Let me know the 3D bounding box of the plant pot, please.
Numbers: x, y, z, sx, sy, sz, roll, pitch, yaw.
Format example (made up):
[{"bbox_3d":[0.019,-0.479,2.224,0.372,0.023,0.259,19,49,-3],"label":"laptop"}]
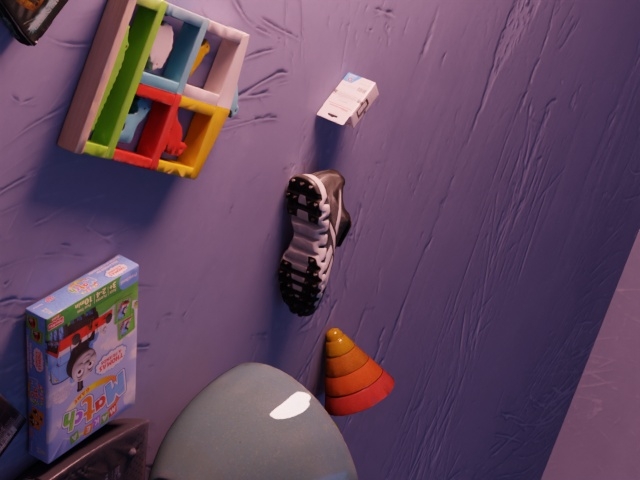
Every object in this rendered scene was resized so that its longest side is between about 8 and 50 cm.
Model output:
[{"bbox_3d":[-0.117,0.333,2.022,0.195,0.290,0.290,-26,133,-40],"label":"plant pot"}]

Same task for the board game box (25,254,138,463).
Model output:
[{"bbox_3d":[-0.285,0.142,1.824,0.160,0.039,0.211,-34,139,-46],"label":"board game box"}]

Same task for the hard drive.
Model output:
[{"bbox_3d":[-0.316,0.332,1.899,0.255,0.054,0.172,-31,137,-49],"label":"hard drive"}]

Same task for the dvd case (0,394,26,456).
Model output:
[{"bbox_3d":[-0.421,0.218,1.667,0.164,0.018,0.221,-55,151,-17],"label":"dvd case"}]

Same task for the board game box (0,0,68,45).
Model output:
[{"bbox_3d":[-0.269,-0.302,1.522,0.186,0.026,0.126,-56,151,-19],"label":"board game box"}]

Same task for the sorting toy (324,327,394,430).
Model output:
[{"bbox_3d":[-0.036,0.251,2.315,0.365,0.127,0.126,-36,111,-40],"label":"sorting toy"}]

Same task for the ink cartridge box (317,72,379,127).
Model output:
[{"bbox_3d":[0.038,-0.190,2.122,0.083,0.048,0.028,-53,149,-22],"label":"ink cartridge box"}]

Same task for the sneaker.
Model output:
[{"bbox_3d":[0.000,0.000,2.171,0.106,0.078,0.234,-29,133,-46],"label":"sneaker"}]

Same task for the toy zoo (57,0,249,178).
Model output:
[{"bbox_3d":[-0.177,-0.175,1.776,0.293,0.030,0.192,11,101,-61],"label":"toy zoo"}]
